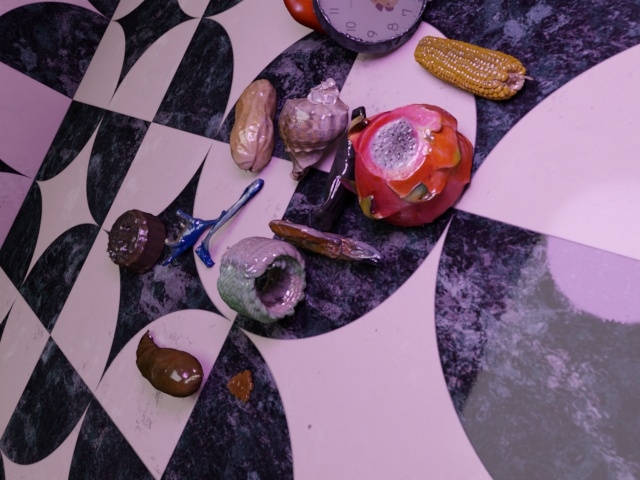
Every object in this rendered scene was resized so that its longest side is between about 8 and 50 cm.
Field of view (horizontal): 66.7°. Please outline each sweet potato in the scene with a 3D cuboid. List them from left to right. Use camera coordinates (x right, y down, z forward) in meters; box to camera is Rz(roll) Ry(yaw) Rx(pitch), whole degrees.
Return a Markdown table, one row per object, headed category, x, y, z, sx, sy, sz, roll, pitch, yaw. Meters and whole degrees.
| category | x | y | z | sx | sy | sz | roll | pitch | yaw |
| --- | --- | --- | --- | --- | --- | --- | --- | --- | --- |
| sweet potato | -0.464 | 0.366 | 1.441 | 0.423 | 0.131 | 0.130 | 8 | 77 | 51 |

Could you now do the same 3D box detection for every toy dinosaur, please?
| category | x | y | z | sx | sy | sz | roll | pitch | yaw |
| --- | --- | --- | --- | --- | --- | --- | --- | --- | --- |
| toy dinosaur | -0.415 | -0.005 | 1.588 | 0.188 | 0.075 | 0.247 | 19 | 79 | 32 |

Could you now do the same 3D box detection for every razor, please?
| category | x | y | z | sx | sy | sz | roll | pitch | yaw |
| --- | --- | --- | --- | --- | --- | --- | --- | --- | --- |
| razor | -0.286 | -0.067 | 1.508 | 0.324 | 0.056 | 0.093 | -51 | 54 | 9 |

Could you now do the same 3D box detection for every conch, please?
| category | x | y | z | sx | sy | sz | roll | pitch | yaw |
| --- | --- | --- | --- | --- | --- | --- | --- | --- | --- |
| conch | -0.042 | -0.307 | 1.298 | 0.291 | 0.159 | 0.210 | -53 | 33 | 28 |

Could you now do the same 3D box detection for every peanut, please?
| category | x | y | z | sx | sy | sz | roll | pitch | yaw |
| --- | --- | --- | --- | --- | --- | --- | --- | --- | --- |
| peanut | -0.202 | -0.364 | 1.511 | 0.149 | 0.149 | 0.313 | -15 | 58 | 34 |

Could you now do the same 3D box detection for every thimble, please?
| category | x | y | z | sx | sy | sz | roll | pitch | yaw |
| --- | --- | --- | --- | --- | --- | --- | --- | --- | --- |
| thimble | -0.144 | 0.094 | 1.219 | 0.150 | 0.219 | 0.218 | 10 | 79 | 43 |

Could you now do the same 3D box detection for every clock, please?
| category | x | y | z | sx | sy | sz | roll | pitch | yaw |
| --- | --- | --- | --- | --- | --- | --- | --- | --- | --- |
| clock | 0.133 | -0.654 | 1.276 | 0.313 | 0.061 | 0.312 | 0 | 88 | -3 |

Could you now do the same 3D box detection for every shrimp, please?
| category | x | y | z | sx | sy | sz | roll | pitch | yaw |
| --- | --- | --- | --- | --- | --- | --- | --- | --- | --- |
| shrimp | 0.000 | 0.000 | 1.181 | 0.317 | 0.164 | 0.062 | 15 | 83 | 35 |

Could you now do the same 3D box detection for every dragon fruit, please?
| category | x | y | z | sx | sy | sz | roll | pitch | yaw |
| --- | --- | --- | --- | --- | --- | --- | --- | --- | --- |
| dragon fruit | 0.184 | -0.176 | 1.081 | 0.291 | 0.189 | 0.290 | -16 | 63 | 34 |

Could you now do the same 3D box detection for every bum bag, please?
| category | x | y | z | sx | sy | sz | roll | pitch | yaw |
| --- | --- | --- | --- | --- | --- | --- | --- | --- | --- |
| bum bag | 0.066 | -0.178 | 1.230 | 0.080 | 0.142 | 0.326 | 20 | 89 | 11 |

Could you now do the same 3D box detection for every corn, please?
| category | x | y | z | sx | sy | sz | roll | pitch | yaw |
| --- | --- | --- | --- | --- | --- | --- | --- | --- | --- |
| corn | 0.333 | -0.398 | 1.112 | 0.310 | 0.101 | 0.101 | 40 | 99 | 40 |

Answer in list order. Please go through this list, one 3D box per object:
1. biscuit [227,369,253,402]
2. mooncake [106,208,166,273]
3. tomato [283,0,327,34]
| category | x | y | z | sx | sy | sz | roll | pitch | yaw |
| --- | --- | --- | --- | --- | --- | --- | --- | --- | --- |
| biscuit | -0.212 | 0.387 | 1.291 | 0.092 | 0.016 | 0.082 | -13 | 69 | 36 |
| mooncake | -0.665 | 0.001 | 1.746 | 0.228 | 0.124 | 0.228 | -14 | 65 | 33 |
| tomato | 0.019 | -0.752 | 1.421 | 0.298 | 0.299 | 0.226 | -67 | 11 | -3 |
